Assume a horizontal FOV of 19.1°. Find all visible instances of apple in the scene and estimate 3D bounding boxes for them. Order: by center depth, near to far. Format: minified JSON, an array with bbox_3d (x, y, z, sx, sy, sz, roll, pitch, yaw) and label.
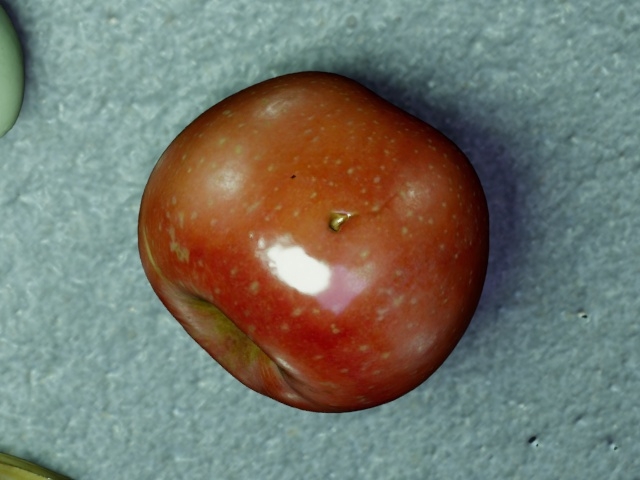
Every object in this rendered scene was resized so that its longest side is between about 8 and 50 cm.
[{"bbox_3d":[0.000,0.000,1.399,0.260,0.260,0.216,46,74,-20],"label":"apple"}]

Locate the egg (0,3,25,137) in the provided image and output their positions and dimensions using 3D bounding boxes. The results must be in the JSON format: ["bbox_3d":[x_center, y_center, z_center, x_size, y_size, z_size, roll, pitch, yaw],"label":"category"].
[{"bbox_3d":[-0.276,-0.136,1.380,0.114,0.114,0.152,-35,114,5],"label":"egg"}]

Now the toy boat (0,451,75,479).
[{"bbox_3d":[-0.287,0.192,1.521,0.206,0.072,0.064,17,91,-25],"label":"toy boat"}]
